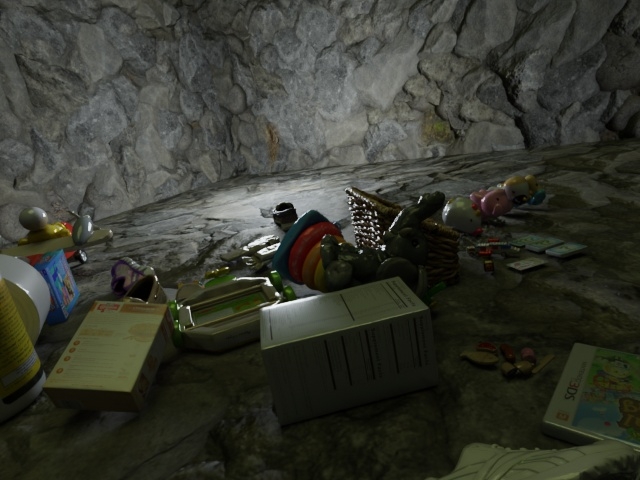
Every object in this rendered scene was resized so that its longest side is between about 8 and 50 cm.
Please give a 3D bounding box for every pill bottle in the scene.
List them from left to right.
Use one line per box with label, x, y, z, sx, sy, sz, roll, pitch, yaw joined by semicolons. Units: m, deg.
pill bottle;-0.645;0.156;0.733;0.188;0.333;0.188;-9;17;3

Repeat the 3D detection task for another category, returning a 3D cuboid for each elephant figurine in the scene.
elephant figurine;0.129;0.044;0.770;0.240;0.186;0.169;-13;54;5

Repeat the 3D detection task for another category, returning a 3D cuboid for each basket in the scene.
basket;0.209;-0.029;1.024;0.214;0.222;0.299;-13;17;-7

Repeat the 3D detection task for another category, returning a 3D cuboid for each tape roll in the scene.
tape roll;-0.756;0.164;0.927;0.247;0.245;0.169;-17;19;-22

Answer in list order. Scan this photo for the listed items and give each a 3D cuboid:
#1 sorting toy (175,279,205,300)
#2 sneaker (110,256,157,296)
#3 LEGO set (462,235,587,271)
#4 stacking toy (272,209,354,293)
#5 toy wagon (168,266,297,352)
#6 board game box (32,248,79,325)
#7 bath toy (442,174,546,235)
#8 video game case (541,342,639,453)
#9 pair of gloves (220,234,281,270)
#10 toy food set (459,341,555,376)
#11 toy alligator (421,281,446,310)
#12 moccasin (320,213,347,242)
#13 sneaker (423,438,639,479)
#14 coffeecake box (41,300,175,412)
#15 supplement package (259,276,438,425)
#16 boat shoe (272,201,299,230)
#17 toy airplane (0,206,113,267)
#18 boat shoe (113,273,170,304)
sorting toy;-0.352;0.134;1.150;0.084;0.044;0.075;-10;-2;-1
sneaker;-0.581;0.118;1.239;0.237;0.095;0.105;7;32;42
LEGO set;0.475;0.015;1.011;0.245;0.060;0.182;-14;14;-12
stacking toy;0.057;0.075;0.932;0.302;0.166;0.175;31;85;37
toy wagon;-0.214;0.144;0.977;0.268;0.068;0.344;-15;17;-17
board game box;-0.755;0.127;1.185;0.047;0.159;0.210;-16;18;-16
bath toy;0.532;-0.109;1.271;0.349;0.151;0.129;-20;55;-28
video game case;0.409;0.202;0.504;0.213;0.023;0.193;5;23;41
pair of gloves;-0.188;0.037;1.339;0.204;0.042;0.240;-28;20;-36
toy food set;0.290;0.184;0.645;0.078;0.019;0.122;-21;12;-32
toy alligator;0.166;0.138;0.813;0.190;0.056;0.051;-32;-13;-16
moccasin;0.000;0.000;1.224;0.138;0.116;0.342;-14;18;-11
sneaker;0.199;0.237;0.415;0.233;0.090;0.115;-13;14;-10
coffeecake box;-0.362;0.199;0.738;0.143;0.068;0.185;3;39;1
supplement package;0.039;0.164;0.651;0.245;0.133;0.139;-12;17;-5
boat shoe;-0.144;-0.115;1.712;0.103;0.092;0.285;-13;17;-9
toy airplane;-1.009;0.018;1.485;0.385;0.272;0.386;5;22;38
boat shoe;-0.432;0.180;0.910;0.122;0.110;0.341;-10;18;0
